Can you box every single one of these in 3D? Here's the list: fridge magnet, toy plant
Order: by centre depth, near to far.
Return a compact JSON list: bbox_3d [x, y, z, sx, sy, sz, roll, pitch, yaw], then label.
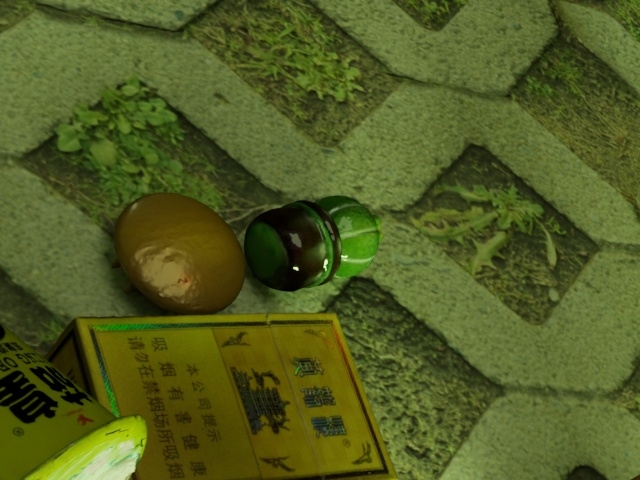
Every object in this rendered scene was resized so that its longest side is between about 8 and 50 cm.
[{"bbox_3d":[-0.142,0.016,1.634,0.143,0.063,0.143,20,47,-23],"label":"fridge magnet"},{"bbox_3d":[0.000,0.000,1.736,0.162,0.093,0.093,-13,67,-43],"label":"toy plant"}]

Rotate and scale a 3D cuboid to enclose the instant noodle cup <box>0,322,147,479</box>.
[{"bbox_3d":[-0.327,0.165,1.212,0.254,0.325,0.325,43,41,12],"label":"instant noodle cup"}]

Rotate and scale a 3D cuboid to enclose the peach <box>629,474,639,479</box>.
[{"bbox_3d":[0.362,0.362,1.610,0.289,0.289,0.308,35,16,-10],"label":"peach"}]

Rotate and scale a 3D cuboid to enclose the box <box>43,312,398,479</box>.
[{"bbox_3d":[-0.091,0.170,1.536,0.301,0.084,0.193,1,58,-37],"label":"box"}]
